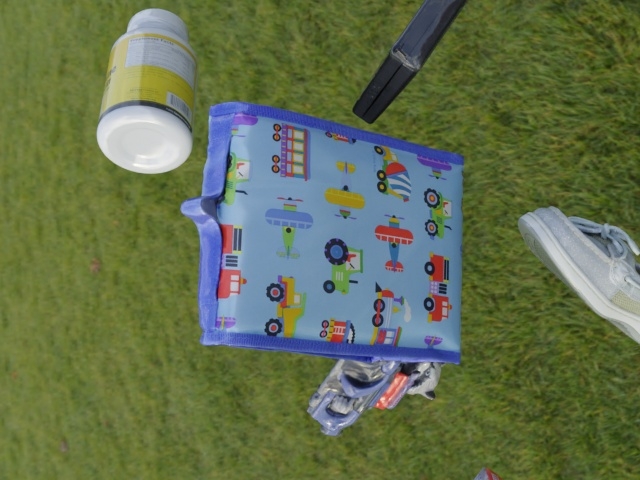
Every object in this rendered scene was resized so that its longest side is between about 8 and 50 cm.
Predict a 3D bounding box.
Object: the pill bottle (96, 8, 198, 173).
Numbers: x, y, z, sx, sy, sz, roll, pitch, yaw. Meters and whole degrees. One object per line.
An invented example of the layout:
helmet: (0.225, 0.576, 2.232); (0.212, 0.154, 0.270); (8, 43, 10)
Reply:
pill bottle: (-0.192, -0.175, 0.842); (0.103, 0.103, 0.184); (-41, 40, 42)

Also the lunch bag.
lunch bag: (0.000, 0.000, 0.716); (0.138, 0.293, 0.221); (-10, 73, 47)

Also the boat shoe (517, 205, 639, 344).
boat shoe: (0.358, 0.041, 0.877); (0.103, 0.320, 0.118); (-51, 26, 12)

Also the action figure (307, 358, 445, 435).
action figure: (0.052, 0.107, 1.069); (0.330, 0.178, 0.341); (36, 125, -6)

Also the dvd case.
dvd case: (0.106, -0.194, 0.465); (0.253, 0.022, 0.180); (-55, 3, -2)

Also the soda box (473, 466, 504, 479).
soda box: (0.050, 0.265, 0.418); (0.083, 0.092, 0.263); (37, 96, 3)
